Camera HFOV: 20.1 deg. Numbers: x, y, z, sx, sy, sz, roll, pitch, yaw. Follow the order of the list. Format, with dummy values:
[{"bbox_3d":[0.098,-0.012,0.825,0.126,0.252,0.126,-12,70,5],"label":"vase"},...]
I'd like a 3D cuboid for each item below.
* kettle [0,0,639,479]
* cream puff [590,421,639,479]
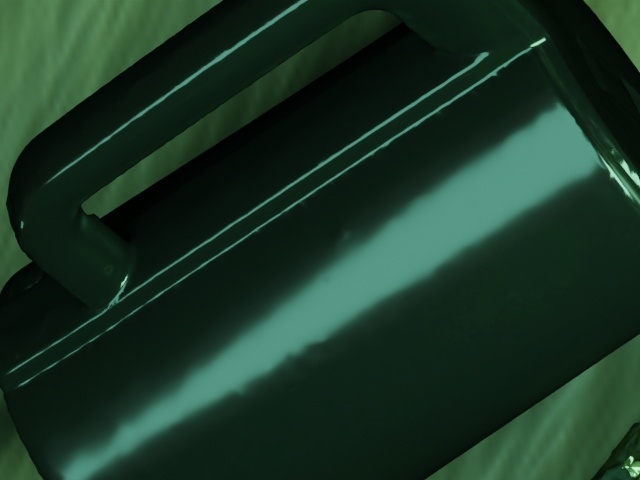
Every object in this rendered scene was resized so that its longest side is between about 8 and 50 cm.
[{"bbox_3d":[0.003,-0.004,0.859,0.308,0.203,0.262,-35,107,20],"label":"kettle"},{"bbox_3d":[0.189,0.169,0.840,0.195,0.194,0.221,40,73,9],"label":"cream puff"}]
